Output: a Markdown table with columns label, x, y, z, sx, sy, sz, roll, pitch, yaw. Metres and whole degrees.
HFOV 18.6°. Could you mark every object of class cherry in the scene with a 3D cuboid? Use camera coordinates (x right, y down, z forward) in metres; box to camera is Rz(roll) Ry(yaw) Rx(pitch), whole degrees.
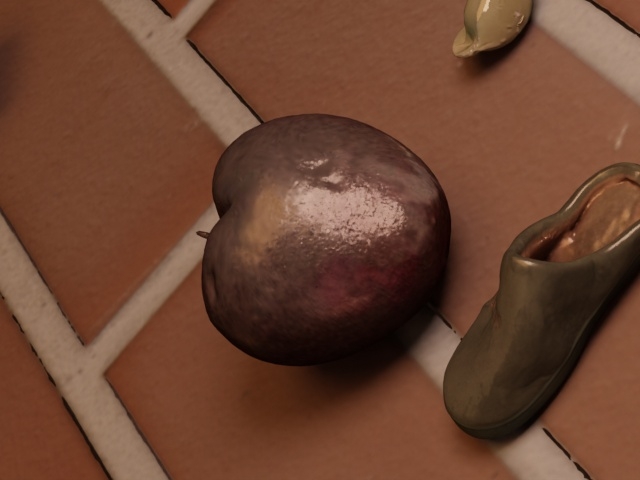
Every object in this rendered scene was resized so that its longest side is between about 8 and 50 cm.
| label | x | y | z | sx | sy | sz | roll | pitch | yaw |
| --- | --- | --- | --- | --- | --- | --- | --- | --- | --- |
| cherry | 0.002 | -0.003 | 1.275 | 0.176 | 0.140 | 0.176 | -8 | 62 | 14 |

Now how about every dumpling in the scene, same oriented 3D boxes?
| label | x | y | z | sx | sy | sz | roll | pitch | yaw |
| --- | --- | --- | --- | --- | --- | --- | --- | --- | --- |
| dumpling | 0.117 | -0.158 | 1.346 | 0.059 | 0.043 | 0.077 | 7 | 83 | 65 |

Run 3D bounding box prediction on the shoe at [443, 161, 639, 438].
| label | x | y | z | sx | sy | sz | roll | pitch | yaw |
| --- | --- | --- | --- | --- | --- | --- | --- | --- | --- |
| shoe | 0.130 | 0.025 | 1.170 | 0.195 | 0.078 | 0.079 | -49 | 39 | 0 |
